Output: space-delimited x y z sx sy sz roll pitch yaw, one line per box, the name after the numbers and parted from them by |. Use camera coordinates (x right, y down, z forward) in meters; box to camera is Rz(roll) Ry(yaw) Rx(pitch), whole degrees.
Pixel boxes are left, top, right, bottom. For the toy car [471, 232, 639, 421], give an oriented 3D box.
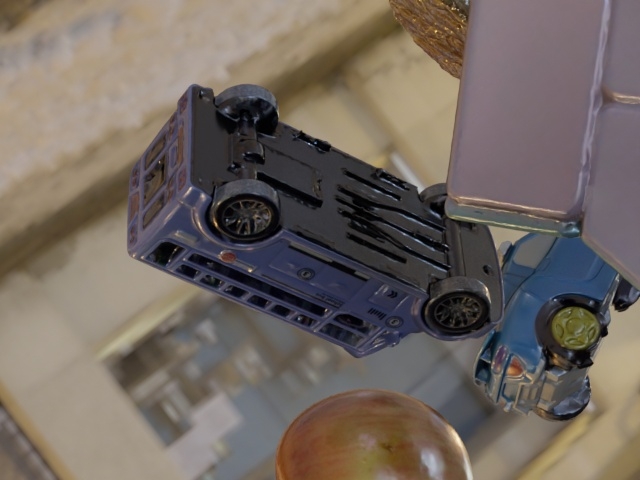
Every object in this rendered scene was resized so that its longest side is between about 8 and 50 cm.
0.274 0.050 2.041 0.314 0.166 0.198 -59 168 -23 | toy car

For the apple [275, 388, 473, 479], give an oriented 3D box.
0.039 0.222 1.504 0.164 0.209 0.209 5 169 -8 | apple

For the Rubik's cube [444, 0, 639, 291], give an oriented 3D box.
0.269 -0.129 1.173 0.387 0.358 0.368 -12 111 -66 | Rubik's cube

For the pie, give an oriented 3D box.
0.125 -0.216 1.757 0.046 0.195 0.195 -47 178 -7 | pie

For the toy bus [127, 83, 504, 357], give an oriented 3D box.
0.000 0.000 1.396 0.133 0.292 0.125 -46 -148 36 | toy bus
